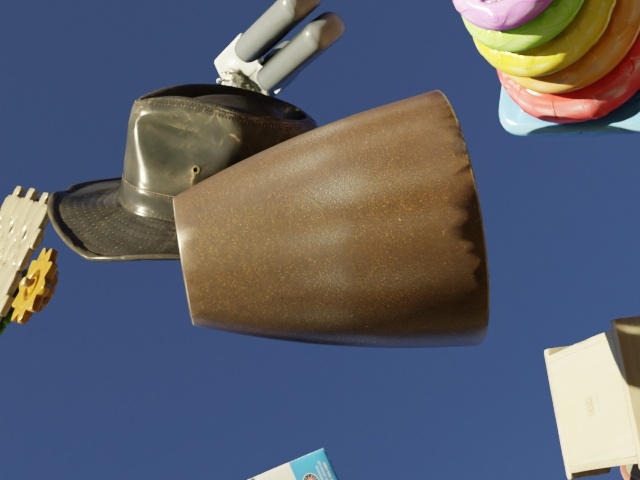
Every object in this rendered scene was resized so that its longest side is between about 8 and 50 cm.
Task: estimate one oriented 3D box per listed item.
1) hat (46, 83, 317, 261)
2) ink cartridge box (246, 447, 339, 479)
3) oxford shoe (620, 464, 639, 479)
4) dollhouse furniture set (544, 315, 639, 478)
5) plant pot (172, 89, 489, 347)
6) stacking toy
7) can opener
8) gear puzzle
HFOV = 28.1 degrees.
[{"bbox_3d":[-0.102,-0.082,1.254,0.331,0.331,0.134,-4,-68,-12],"label":"hat"},{"bbox_3d":[-0.058,0.349,1.458,0.203,0.148,0.086,-22,-21,-7],"label":"ink cartridge box"},{"bbox_3d":[0.457,0.156,1.386,0.348,0.123,0.130,-48,-61,-16],"label":"oxford shoe"},{"bbox_3d":[0.413,0.188,1.252,0.303,0.198,0.286,-6,-102,-10],"label":"dollhouse furniture set"},{"bbox_3d":[0.000,0.000,1.055,0.230,0.215,0.215,-9,-59,-6],"label":"plant pot"},{"bbox_3d":[0.163,-0.203,1.023,0.302,0.175,0.166,22,-106,-49],"label":"stacking toy"},{"bbox_3d":[-0.043,-0.201,1.326,0.093,0.280,0.074,-41,-84,-18],"label":"can opener"},{"bbox_3d":[-0.338,0.030,1.457,0.044,0.339,0.175,27,-96,-24],"label":"gear puzzle"}]
